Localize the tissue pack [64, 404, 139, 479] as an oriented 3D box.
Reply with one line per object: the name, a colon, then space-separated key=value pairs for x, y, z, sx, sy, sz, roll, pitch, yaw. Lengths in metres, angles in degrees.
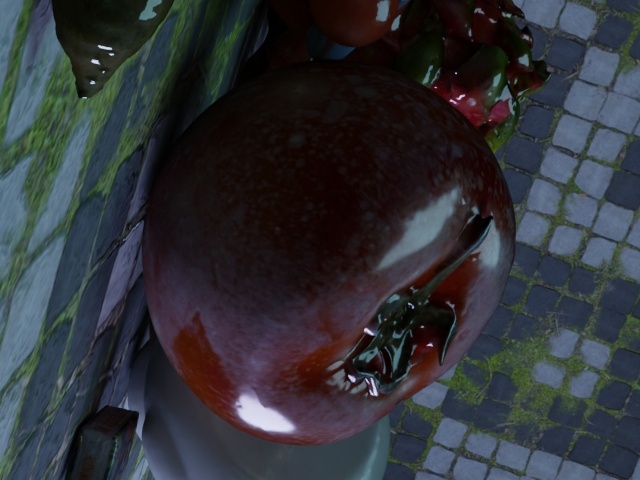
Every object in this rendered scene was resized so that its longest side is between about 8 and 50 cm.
tissue pack: x=-0.164 y=0.160 z=1.050 sx=0.083 sy=0.035 sz=0.063 roll=-44 pitch=152 yaw=-84

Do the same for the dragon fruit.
dragon fruit: x=0.053 y=-0.142 z=1.273 sx=0.302 sy=0.231 sz=0.237 roll=-27 pitch=164 yaw=-15

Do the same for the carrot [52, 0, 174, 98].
carrot: x=-0.029 y=-0.210 z=0.515 sx=0.070 sy=0.070 sz=0.342 roll=-63 pitch=174 yaw=-82

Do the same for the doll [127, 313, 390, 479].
doll: x=-0.067 y=0.146 z=1.157 sx=0.221 sy=0.251 sz=0.221 roll=-30 pitch=172 yaw=-5

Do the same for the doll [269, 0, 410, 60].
doll: x=0.020 y=-0.220 z=1.029 sx=0.290 sy=0.130 sz=0.161 roll=-109 pitch=-138 yaw=-68

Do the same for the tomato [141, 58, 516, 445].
tomato: x=0.000 y=0.000 z=0.984 sx=0.270 sy=0.227 sz=0.270 roll=-26 pitch=138 yaw=-26
